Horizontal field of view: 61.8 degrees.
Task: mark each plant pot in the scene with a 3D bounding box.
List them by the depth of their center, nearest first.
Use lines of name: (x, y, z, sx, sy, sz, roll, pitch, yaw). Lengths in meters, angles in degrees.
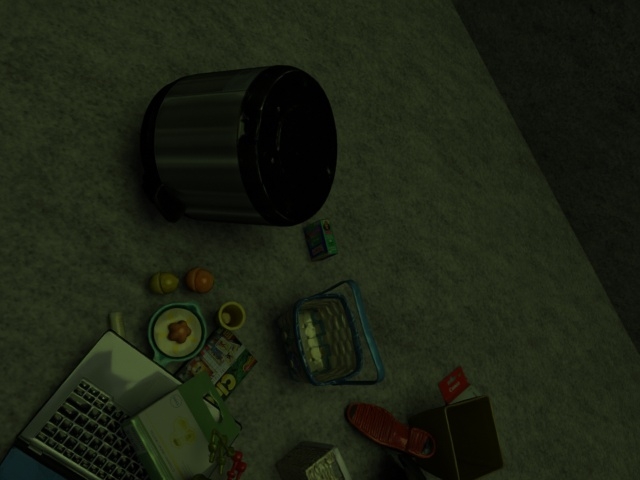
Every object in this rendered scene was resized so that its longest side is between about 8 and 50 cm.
plant pot: (0.390, 0.591, 1.599, 0.212, 0.187, 0.212, 0, 74, -38)

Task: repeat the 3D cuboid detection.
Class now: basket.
basket: (-0.018, 0.570, 1.306, 0.103, 0.167, 0.113, -24, 90, -34)
basket: (0.028, 0.253, 1.365, 0.201, 0.289, 0.254, -6, 75, -44)

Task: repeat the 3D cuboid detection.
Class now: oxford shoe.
oxford shoe: (0.186, 0.550, 1.523, 0.271, 0.098, 0.096, 30, 56, -4)

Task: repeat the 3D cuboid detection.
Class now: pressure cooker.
pressure cooker: (-0.211, -0.225, 1.284, 0.370, 0.421, 0.375, -10, 103, -60)

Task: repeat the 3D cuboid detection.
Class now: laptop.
laptop: (-0.370, 0.451, 1.010, 0.382, 0.236, 0.407, 44, 68, -19)

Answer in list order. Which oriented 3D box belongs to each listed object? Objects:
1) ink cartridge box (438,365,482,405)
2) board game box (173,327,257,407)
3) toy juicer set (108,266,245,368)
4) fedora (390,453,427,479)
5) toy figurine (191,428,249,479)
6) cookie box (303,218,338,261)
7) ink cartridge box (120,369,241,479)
ink cartridge box: (0.481, 0.529, 1.788, 0.145, 0.045, 0.179, -22, 91, -41)
board game box: (-0.274, 0.335, 1.274, 0.136, 0.030, 0.259, 52, 51, -14)
toy juicer set: (-0.345, 0.177, 1.215, 0.329, 0.089, 0.209, -31, 93, -34)
fedora: (0.246, 0.753, 1.426, 0.153, 0.334, 0.333, -25, 91, -8)
toy figurine: (-0.113, 0.550, 1.086, 0.362, 0.217, 0.191, 83, 22, -46)
cookie box: (0.000, 0.000, 1.563, 0.040, 0.092, 0.107, -9, 80, -37)
ink cartridge box: (-0.269, 0.387, 1.111, 0.235, 0.056, 0.171, -27, 86, -51)
